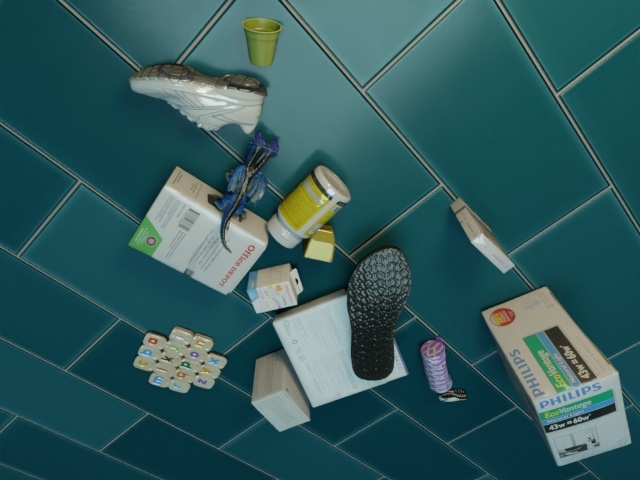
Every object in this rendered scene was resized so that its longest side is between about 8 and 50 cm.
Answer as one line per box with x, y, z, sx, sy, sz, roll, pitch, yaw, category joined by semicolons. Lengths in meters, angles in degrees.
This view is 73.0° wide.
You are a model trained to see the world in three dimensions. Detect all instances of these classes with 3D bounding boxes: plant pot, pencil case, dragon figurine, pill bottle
-0.125;-0.419;0.923;0.083;0.083;0.079;4;135;-5;plant pot
0.000;0.000;1.190;0.081;0.081;0.083;11;113;-10;plant pot
0.402;0.433;1.484;0.088;0.086;0.206;-35;126;-21;pencil case
-0.182;-0.124;1.022;0.085;0.289;0.144;27;153;-23;dragon figurine
-0.034;-0.081;1.112;0.119;0.119;0.208;38;113;-24;pill bottle

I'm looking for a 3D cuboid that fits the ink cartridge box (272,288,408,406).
0.064;0.326;1.351;0.329;0.071;0.324;-21;103;6;ink cartridge box

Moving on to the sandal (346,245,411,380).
0.151;0.203;1.241;0.167;0.107;0.446;5;117;0;sandal

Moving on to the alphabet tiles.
-0.470;0.406;1.457;0.277;0.021;0.284;23;119;-17;alphabet tiles

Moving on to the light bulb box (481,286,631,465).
0.705;0.406;1.318;0.225;0.358;0.361;-25;121;11;light bulb box

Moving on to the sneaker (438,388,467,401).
0.492;0.579;1.612;0.109;0.040;0.044;2;139;0;sneaker

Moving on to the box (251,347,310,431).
-0.127;0.493;1.434;0.119;0.181;0.182;-25;120;13;box

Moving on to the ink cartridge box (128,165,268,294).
-0.309;-0.018;1.135;0.289;0.122;0.211;32;115;-21;ink cartridge box

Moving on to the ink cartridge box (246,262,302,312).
-0.129;0.137;1.262;0.143;0.090;0.092;-13;122;6;ink cartridge box

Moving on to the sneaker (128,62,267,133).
-0.273;-0.310;0.965;0.296;0.111;0.129;10;127;-8;sneaker

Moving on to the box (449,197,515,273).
0.421;-0.017;1.135;0.145;0.186;0.038;37;114;-24;box
